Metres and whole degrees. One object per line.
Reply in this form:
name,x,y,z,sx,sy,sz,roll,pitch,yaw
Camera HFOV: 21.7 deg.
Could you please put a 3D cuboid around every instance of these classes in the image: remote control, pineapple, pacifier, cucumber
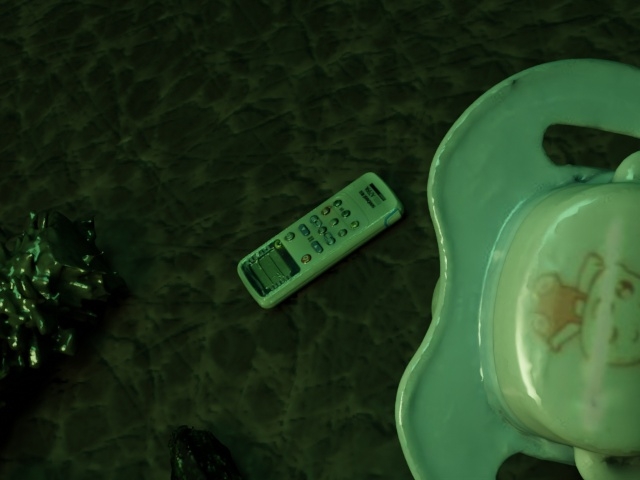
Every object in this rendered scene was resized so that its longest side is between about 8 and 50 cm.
remote control,0.000,0.000,1.178,0.124,0.018,0.053,-34,45,-1
pineapple,-0.255,0.077,1.184,0.279,0.157,0.158,-33,44,-18
pacifier,0.144,0.041,0.975,0.226,0.238,0.287,-173,89,-70
cucumber,-0.060,0.178,1.047,0.053,0.053,0.181,-34,43,-1
